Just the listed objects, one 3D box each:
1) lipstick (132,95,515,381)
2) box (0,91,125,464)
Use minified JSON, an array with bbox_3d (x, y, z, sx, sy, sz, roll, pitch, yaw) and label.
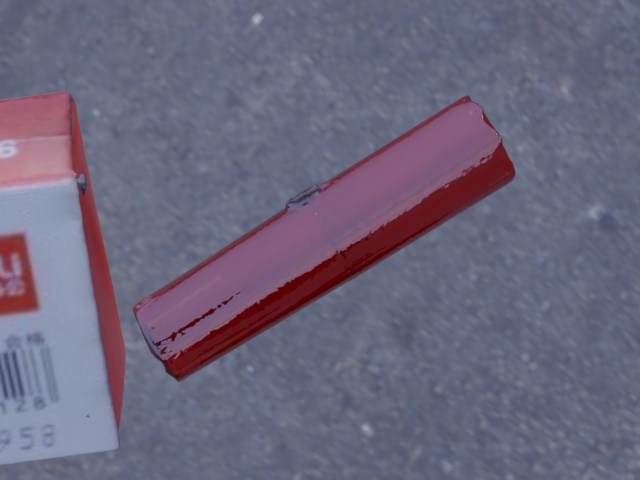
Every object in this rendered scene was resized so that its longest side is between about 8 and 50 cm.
[{"bbox_3d":[0.000,0.001,1.257,0.279,0.073,0.073,-32,49,-2],"label":"lipstick"},{"bbox_3d":[-0.180,0.025,0.564,0.229,0.123,0.050,-8,42,-4],"label":"box"}]
